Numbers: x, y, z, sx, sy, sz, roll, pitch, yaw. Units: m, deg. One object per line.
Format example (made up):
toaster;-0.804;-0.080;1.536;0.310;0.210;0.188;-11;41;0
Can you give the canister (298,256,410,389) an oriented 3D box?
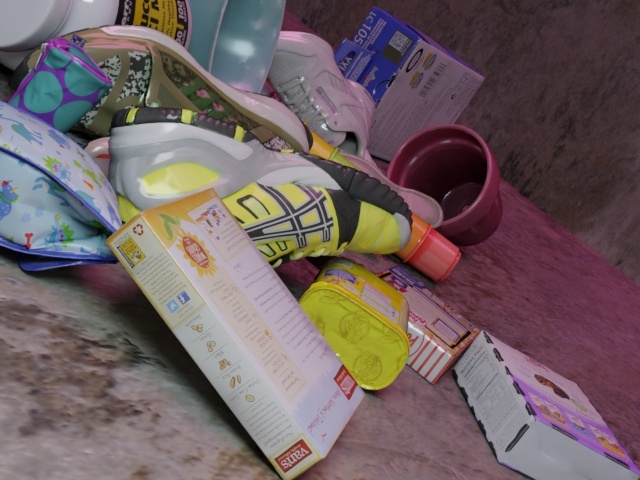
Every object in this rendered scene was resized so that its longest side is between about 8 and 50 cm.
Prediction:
canister;0.038;0.084;1.188;0.126;0.073;0.170;34;13;-1

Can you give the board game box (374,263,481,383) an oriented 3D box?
board game box;0.117;0.099;1.370;0.146;0.045;0.193;39;15;12

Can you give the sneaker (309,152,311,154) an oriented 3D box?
sneaker;0.014;-0.038;1.570;0.209;0.069;0.082;40;46;-16

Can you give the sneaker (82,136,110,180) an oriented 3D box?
sneaker;-0.180;-0.055;1.165;0.161;0.057;0.075;31;9;-28

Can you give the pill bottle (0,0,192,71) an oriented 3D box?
pill bottle;-0.298;-0.282;1.326;0.188;0.188;0.334;38;11;11

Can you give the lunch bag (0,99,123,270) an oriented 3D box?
lunch bag;-0.235;-0.041;0.918;0.151;0.096;0.129;24;17;-24

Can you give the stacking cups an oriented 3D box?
stacking cups;0.074;-0.054;1.681;0.316;0.096;0.096;36;14;-6

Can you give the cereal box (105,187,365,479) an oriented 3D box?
cereal box;-0.063;0.071;0.926;0.240;0.047;0.173;54;16;1

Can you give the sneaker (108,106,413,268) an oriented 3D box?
sneaker;-0.063;-0.025;1.152;0.384;0.147;0.145;15;-7;-38

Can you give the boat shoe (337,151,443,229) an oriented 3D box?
boat shoe;0.089;-0.068;1.807;0.227;0.068;0.081;28;55;-13

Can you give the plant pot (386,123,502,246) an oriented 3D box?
plant pot;0.241;-0.081;1.973;0.201;0.201;0.180;46;3;36

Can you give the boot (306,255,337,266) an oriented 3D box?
boot;0.000;0.000;1.453;0.106;0.037;0.114;43;11;19

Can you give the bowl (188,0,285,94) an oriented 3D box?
bowl;-0.177;-0.324;1.642;0.163;0.312;0.311;18;11;11

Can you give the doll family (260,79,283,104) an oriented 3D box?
doll family;-0.115;-0.286;2.001;0.163;0.118;0.263;41;32;-3

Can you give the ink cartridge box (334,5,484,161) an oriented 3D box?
ink cartridge box;0.152;-0.321;2.337;0.151;0.270;0.395;41;15;28

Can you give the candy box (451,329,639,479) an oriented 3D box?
candy box;0.259;0.210;1.288;0.164;0.070;0.196;29;16;-21

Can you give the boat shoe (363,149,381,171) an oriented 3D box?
boat shoe;0.083;-0.113;1.951;0.063;0.066;0.184;52;-1;-28

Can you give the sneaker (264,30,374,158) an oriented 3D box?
sneaker;-0.006;-0.244;1.867;0.305;0.114;0.152;35;47;-39

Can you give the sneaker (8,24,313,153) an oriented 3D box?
sneaker;-0.158;-0.110;1.267;0.410;0.158;0.182;18;40;-37

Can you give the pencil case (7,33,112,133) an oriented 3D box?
pencil case;-0.259;-0.115;0.987;0.070;0.151;0.064;39;15;-28
